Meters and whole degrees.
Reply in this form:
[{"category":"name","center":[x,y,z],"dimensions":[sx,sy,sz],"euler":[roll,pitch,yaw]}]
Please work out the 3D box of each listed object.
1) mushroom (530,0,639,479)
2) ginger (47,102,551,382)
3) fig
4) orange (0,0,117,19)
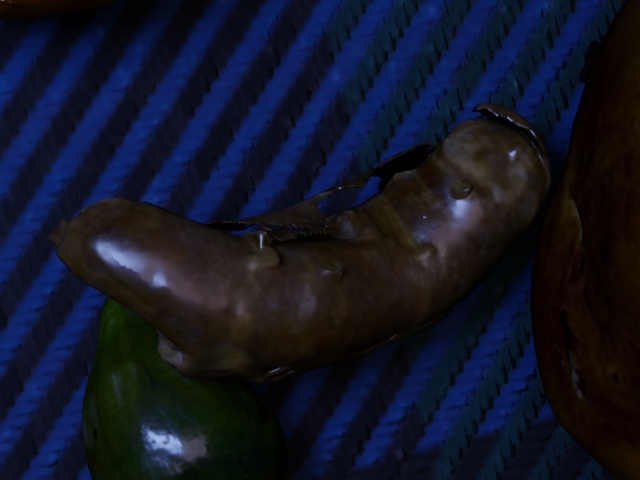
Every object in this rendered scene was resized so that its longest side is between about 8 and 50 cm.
[{"category":"mushroom","center":[0.266,-0.008,0.908],"dimensions":[0.260,0.345,0.345],"euler":[7,86,-6]},{"category":"ginger","center":[0.004,0.011,0.933],"dimensions":[0.309,0.107,0.133],"euler":[-20,122,-28]},{"category":"fig","center":[-0.098,0.095,0.951],"dimensions":[0.117,0.117,0.177],"euler":[-24,80,-8]},{"category":"orange","center":[-0.177,-0.242,0.885],"dimensions":[0.240,0.240,0.240],"euler":[0,87,-7]}]
